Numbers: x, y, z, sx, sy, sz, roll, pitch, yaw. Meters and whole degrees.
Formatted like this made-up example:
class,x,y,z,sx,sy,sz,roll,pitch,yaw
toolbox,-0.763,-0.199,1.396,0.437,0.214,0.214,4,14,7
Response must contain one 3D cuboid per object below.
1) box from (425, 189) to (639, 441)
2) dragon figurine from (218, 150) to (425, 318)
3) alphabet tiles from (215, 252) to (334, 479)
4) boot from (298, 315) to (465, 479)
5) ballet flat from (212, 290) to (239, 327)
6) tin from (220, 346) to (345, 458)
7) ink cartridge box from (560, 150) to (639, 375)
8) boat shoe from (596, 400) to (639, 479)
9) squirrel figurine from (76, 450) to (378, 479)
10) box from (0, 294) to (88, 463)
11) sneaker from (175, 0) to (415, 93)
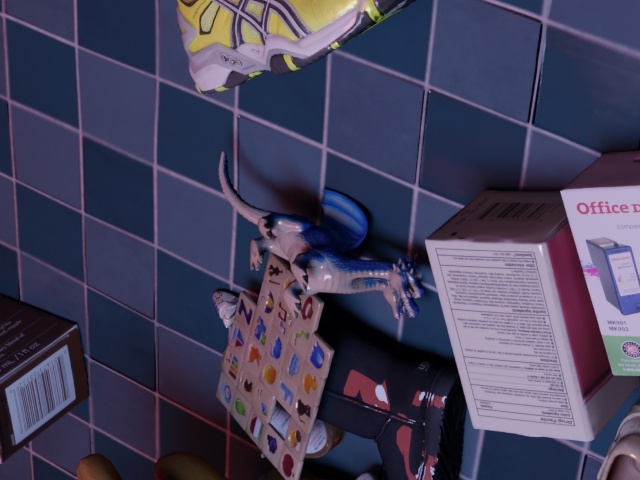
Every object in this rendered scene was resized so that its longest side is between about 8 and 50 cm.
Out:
class,x,y,z,sx,sy,sz,roll,pitch,yaw
box,0.225,0.076,1.699,0.148,0.127,0.232,2,118,38
dragon figurine,0.000,0.000,1.867,0.289,0.144,0.085,47,141,34
alphabet tiles,-0.054,0.144,1.950,0.198,0.009,0.237,44,129,45
boot,0.063,0.224,1.949,0.207,0.094,0.246,19,120,26
ballet flat,-0.099,0.099,2.046,0.114,0.041,0.041,27,131,24
tin,-0.049,0.197,2.072,0.189,0.040,0.106,43,131,10
ink cartridge box,0.344,0.023,1.593,0.154,0.093,0.212,-1,114,41
boat shoe,0.335,0.312,1.775,0.109,0.098,0.302,25,133,25
squirrel figurine,-0.075,0.415,1.961,0.397,0.370,0.281,39,129,50
box,-0.540,0.162,2.347,0.381,0.191,0.143,16,125,31
sneaker,-0.040,-0.255,1.674,0.384,0.145,0.147,-12,107,50
